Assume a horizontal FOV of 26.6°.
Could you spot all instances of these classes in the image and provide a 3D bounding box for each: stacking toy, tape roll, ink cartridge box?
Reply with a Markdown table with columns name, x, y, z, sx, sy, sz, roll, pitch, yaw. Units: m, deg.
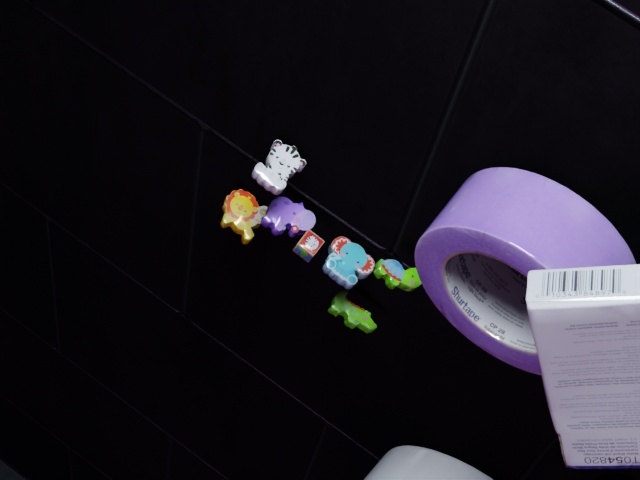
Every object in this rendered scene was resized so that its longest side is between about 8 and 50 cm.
| name | x | y | z | sx | sy | sz | roll | pitch | yaw |
| --- | --- | --- | --- | --- | --- | --- | --- | --- | --- |
| stacking toy | 0.000 | 0.000 | 1.441 | 0.221 | 0.052 | 0.167 | 39 | 155 | -1 |
| tape roll | 0.183 | 0.030 | 1.210 | 0.189 | 0.080 | 0.189 | 30 | 152 | 18 |
| ink cartridge box | 0.295 | 0.105 | 1.115 | 0.223 | 0.045 | 0.224 | -4 | 134 | 17 |

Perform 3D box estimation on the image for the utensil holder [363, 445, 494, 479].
| name | x | y | z | sx | sy | sz | roll | pitch | yaw |
| --- | --- | --- | --- | --- | --- | --- | --- | --- | --- |
| utensil holder | 0.096 | 0.497 | 1.692 | 0.327 | 0.385 | 0.328 | 31 | 153 | 18 |
